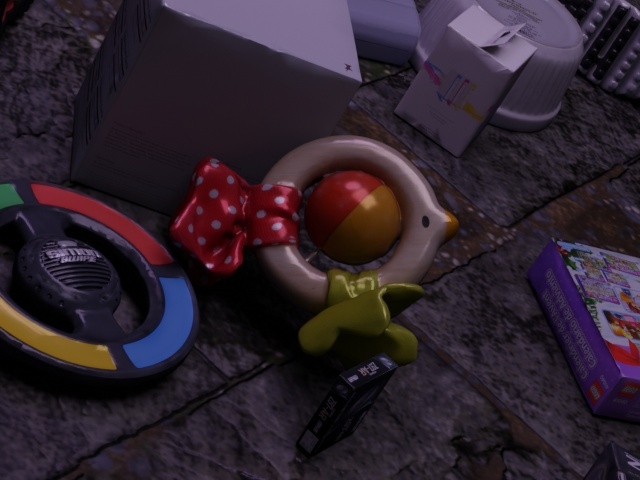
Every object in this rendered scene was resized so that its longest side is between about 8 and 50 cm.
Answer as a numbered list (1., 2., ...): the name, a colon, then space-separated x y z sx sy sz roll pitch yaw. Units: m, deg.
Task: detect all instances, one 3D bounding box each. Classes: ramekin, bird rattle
1. ramekin: 0.212 -0.234 2.108 0.207 0.109 0.207 23 33 -15
2. bird rattle: 0.000 0.000 1.546 0.253 0.143 0.207 40 72 21

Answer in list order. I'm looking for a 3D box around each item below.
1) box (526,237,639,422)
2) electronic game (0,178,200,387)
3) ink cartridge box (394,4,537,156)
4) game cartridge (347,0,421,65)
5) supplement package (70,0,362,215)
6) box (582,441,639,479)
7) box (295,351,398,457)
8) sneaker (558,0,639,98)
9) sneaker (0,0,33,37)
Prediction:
1. box: 0.369 0.108 1.816 0.293 0.057 0.201 13 36 -28
2. electronic game: -0.203 0.031 1.443 0.229 0.048 0.229 22 33 -15
3. ink cartridge box: 0.164 -0.183 1.962 0.090 0.143 0.092 35 31 6
4. game cartridge: 0.004 -0.323 2.109 0.196 0.060 0.294 12 36 -35
5. supplement package: -0.098 -0.139 1.621 0.194 0.203 0.149 19 34 -20
6. box: 0.385 0.337 1.404 0.395 0.097 0.318 29 17 -5
7. box: 0.021 0.134 1.458 0.018 0.083 0.067 43 32 18
8. sneaker: 0.417 -0.236 2.303 0.292 0.110 0.118 35 23 -10
9. sneaker: -0.350 -0.238 1.658 0.136 0.116 0.314 19 26 -2
